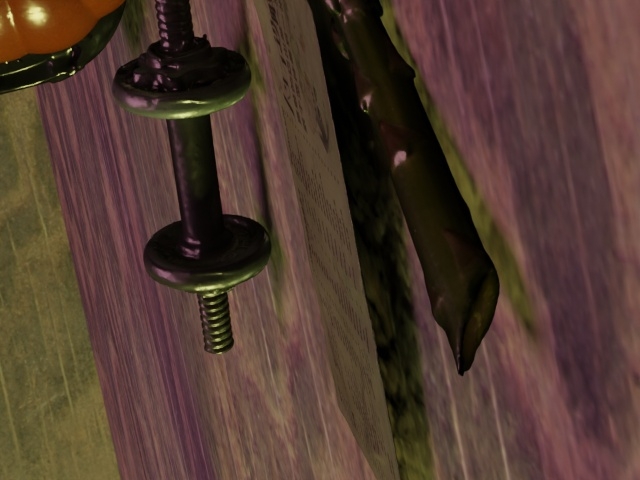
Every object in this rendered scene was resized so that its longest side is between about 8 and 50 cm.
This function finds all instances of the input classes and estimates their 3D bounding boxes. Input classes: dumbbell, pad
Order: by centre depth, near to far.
[{"bbox_3d":[0.001,0.000,0.703,0.159,0.009,0.265,-124,21,-67],"label":"pad"},{"bbox_3d":[-0.075,-0.042,0.875,0.081,0.081,0.254,-125,26,-58],"label":"dumbbell"}]

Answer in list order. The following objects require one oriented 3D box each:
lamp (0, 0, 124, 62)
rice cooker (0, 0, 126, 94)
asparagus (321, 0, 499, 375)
[{"bbox_3d":[-0.224,-0.233,1.016,0.196,0.223,0.223,-142,41,-82],"label":"lamp"},{"bbox_3d":[-0.289,-0.243,1.230,0.267,0.267,0.224,133,122,-74],"label":"rice cooker"},{"bbox_3d":[0.026,-0.052,0.558,0.034,0.027,0.236,60,-170,-59],"label":"asparagus"}]
